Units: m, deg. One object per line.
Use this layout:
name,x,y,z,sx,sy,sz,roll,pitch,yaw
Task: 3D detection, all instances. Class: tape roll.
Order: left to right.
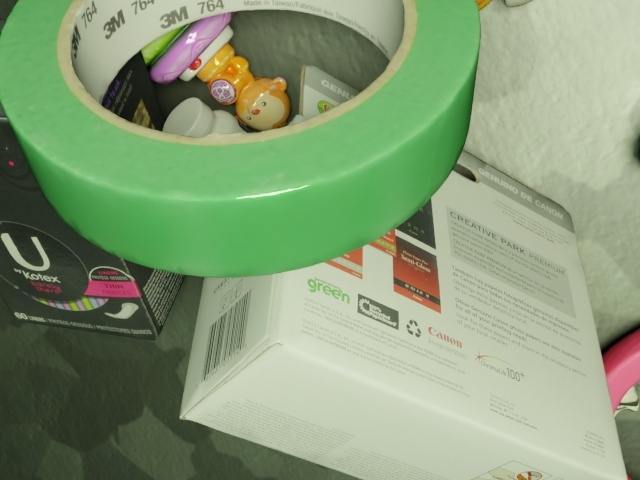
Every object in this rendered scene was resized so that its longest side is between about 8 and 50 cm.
tape roll,-0.053,-0.124,0.570,0.321,0.321,0.077,12,142,13

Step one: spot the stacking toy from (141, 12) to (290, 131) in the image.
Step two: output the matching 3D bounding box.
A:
stacking toy,-0.143,-0.208,0.755,0.175,0.166,0.302,-38,107,26

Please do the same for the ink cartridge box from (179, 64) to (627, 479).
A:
ink cartridge box,0.072,0.046,0.656,0.309,0.272,0.130,26,136,-24

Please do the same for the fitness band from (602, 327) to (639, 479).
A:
fitness band,0.374,0.150,0.727,0.291,0.054,0.209,-30,100,16

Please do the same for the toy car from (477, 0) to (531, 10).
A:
toy car,0.108,-0.268,0.650,0.159,0.136,0.182,8,108,15

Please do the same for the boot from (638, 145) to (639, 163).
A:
boot,0.309,-0.161,0.665,0.198,0.077,0.137,-42,87,10

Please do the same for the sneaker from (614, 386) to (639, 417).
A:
sneaker,0.266,0.164,0.790,0.083,0.032,0.037,-27,97,23

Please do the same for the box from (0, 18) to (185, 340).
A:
box,-0.232,-0.050,0.755,0.165,0.143,0.270,4,137,15

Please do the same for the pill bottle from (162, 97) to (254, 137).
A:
pill bottle,-0.090,-0.081,0.774,0.067,0.067,0.120,-31,135,23
